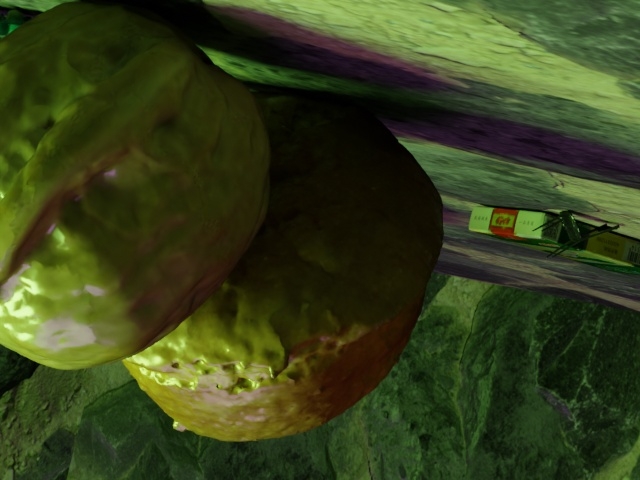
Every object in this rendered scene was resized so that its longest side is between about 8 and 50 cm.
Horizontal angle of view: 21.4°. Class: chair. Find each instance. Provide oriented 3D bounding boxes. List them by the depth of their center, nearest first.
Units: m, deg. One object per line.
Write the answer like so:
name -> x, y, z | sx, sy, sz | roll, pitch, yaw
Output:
chair -> 0.275, -0.015, 1.822 | 0.086, 0.042, 0.037 | -23, -174, -11

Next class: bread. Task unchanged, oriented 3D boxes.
bread -> -0.051, 0.011, 1.342 | 0.312, 0.312, 0.172 | 12, 139, 20

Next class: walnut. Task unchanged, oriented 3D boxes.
walnut -> -0.160, -0.034, 1.151 | 0.224, 0.257, 0.257 | 42, 176, -1

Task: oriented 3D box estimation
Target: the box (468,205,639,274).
box -> 0.304, 0.004, 1.982 | 0.235, 0.034, 0.132 | 16, 176, -34

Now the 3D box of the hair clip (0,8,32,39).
hair clip -> -0.239, -0.157, 1.292 | 0.172, 0.049, 0.049 | 5, 173, 30
